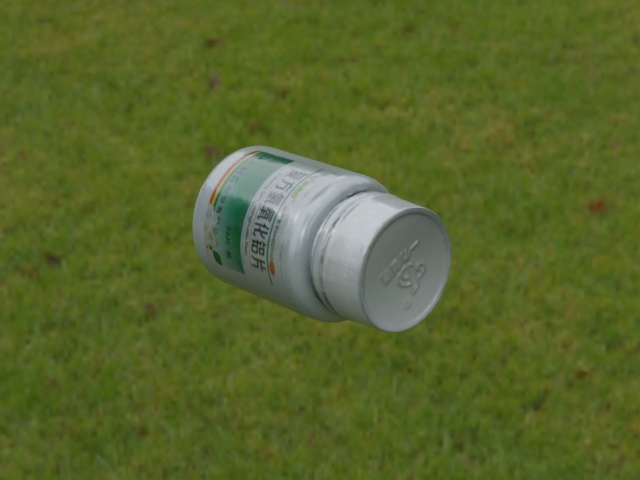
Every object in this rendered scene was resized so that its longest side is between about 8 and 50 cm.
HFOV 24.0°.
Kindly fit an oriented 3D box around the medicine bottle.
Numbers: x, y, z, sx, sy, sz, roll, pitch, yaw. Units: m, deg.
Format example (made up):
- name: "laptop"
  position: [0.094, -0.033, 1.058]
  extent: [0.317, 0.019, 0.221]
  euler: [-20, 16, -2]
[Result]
- name: "medicine bottle"
  position: [0.000, 0.000, 0.790]
  extent: [0.080, 0.080, 0.130]
  euler: [-28, 30, -33]
